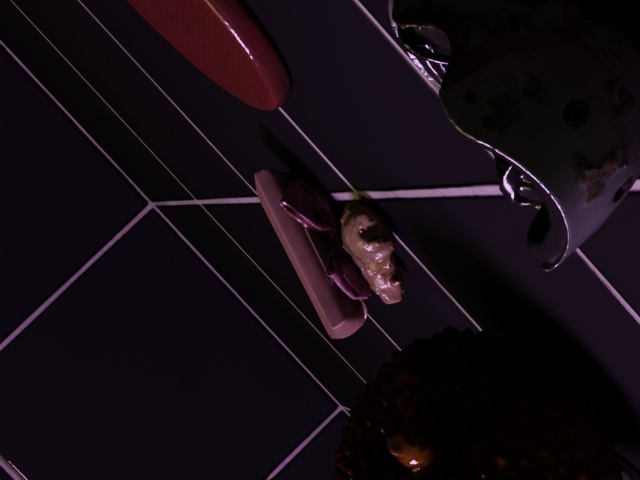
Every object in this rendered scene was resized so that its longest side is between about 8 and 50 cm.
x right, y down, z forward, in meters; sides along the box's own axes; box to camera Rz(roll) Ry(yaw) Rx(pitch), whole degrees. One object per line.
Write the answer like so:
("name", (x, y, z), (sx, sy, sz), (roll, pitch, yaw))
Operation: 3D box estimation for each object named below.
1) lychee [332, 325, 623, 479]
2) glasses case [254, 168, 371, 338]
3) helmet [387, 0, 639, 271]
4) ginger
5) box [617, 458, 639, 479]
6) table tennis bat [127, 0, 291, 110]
("lychee", (0.145, 0.218, 1.715), (0.276, 0.275, 0.304), (39, -179, 37))
("glasses case", (0.000, 0.000, 1.988), (0.193, 0.070, 0.102), (63, 175, 10))
("helmet", (0.116, -0.084, 1.016), (0.153, 0.107, 0.177), (50, -170, -42))
("ginger", (0.052, 0.008, 1.914), (0.069, 0.051, 0.173), (48, 178, 22))
("box", (0.274, 0.315, 1.899), (0.312, 0.175, 0.182), (39, 177, 38))
("table tennis bat", (-0.182, -0.269, 1.750), (0.415, 0.051, 0.268), (44, 170, 5))
